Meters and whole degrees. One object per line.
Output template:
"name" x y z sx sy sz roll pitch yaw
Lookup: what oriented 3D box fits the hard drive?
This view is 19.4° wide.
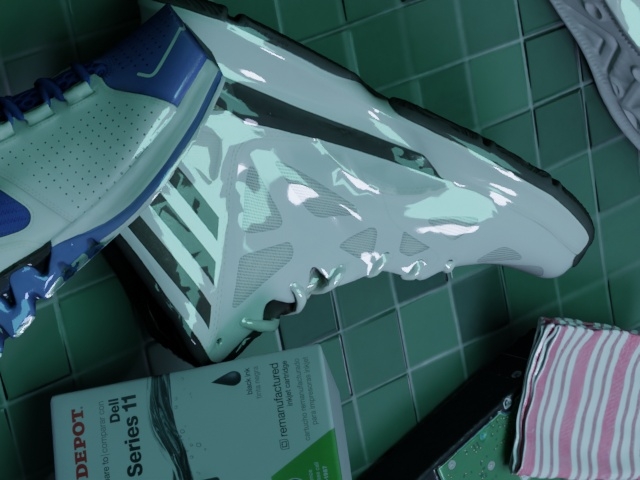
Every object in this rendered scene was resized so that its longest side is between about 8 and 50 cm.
"hard drive" 0.135 0.267 1.668 0.339 0.064 0.237 -39 120 -25

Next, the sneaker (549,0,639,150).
"sneaker" 0.344 -0.231 1.691 0.236 0.130 0.323 -46 118 -17

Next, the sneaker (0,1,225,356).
"sneaker" -0.221 -0.054 1.244 0.182 0.127 0.315 42 92 -17

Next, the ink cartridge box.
"ink cartridge box" -0.084 0.175 1.358 0.087 0.208 0.153 70 9 -60

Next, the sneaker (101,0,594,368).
"sneaker" -0.001 0.000 1.475 0.448 0.169 0.257 24 92 -30

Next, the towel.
"towel" 0.253 0.147 1.680 0.197 0.029 0.144 9 93 -39
